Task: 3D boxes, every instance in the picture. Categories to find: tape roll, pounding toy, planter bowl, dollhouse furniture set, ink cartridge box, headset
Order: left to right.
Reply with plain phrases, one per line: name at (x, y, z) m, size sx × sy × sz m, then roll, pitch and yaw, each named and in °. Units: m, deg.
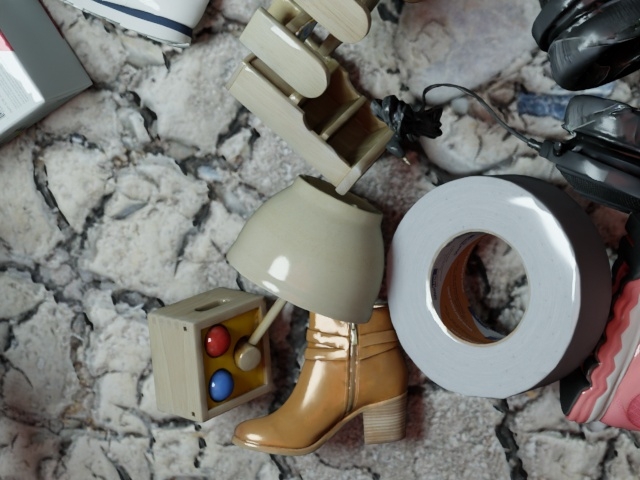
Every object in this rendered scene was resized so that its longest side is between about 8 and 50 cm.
ink cartridge box at (-0.363, -0.164, 1.347) m, size 0.176 × 0.127 × 0.128 m, roll -30°, pitch 97°, yaw 19°
pounding toy at (-0.097, 0.109, 1.365) m, size 0.100 × 0.141 × 0.130 m, roll 9°, pitch 109°, yaw 41°
planter bowl at (0.000, 0.000, 1.296) m, size 0.162 × 0.162 × 0.109 m, roll 27°, pitch 101°, yaw 5°
dollhouse furniture set at (0.042, -0.187, 1.208) m, size 0.161 × 0.212 × 0.242 m, roll 42°, pitch 136°, yaw 1°
tape roll at (0.173, 0.044, 1.261) m, size 0.219 × 0.072 × 0.219 m, roll 3°, pitch 94°, yaw 37°
headset at (0.252, -0.137, 1.135) m, size 0.394 × 0.185 × 0.243 m, roll -8°, pitch 84°, yaw 27°

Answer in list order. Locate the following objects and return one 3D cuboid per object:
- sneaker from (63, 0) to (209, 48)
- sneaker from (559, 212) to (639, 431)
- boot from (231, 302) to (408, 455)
sneaker at (-0.226, -0.279, 1.317) m, size 0.235 × 0.090 × 0.095 m, roll 21°, pitch 96°, yaw 3°
sneaker at (0.355, 0.057, 1.264) m, size 0.136 × 0.116 × 0.314 m, roll 20°, pitch 113°, yaw -7°
boot at (-0.005, 0.146, 1.369) m, size 0.197 × 0.073 × 0.152 m, roll -7°, pitch 98°, yaw -8°
